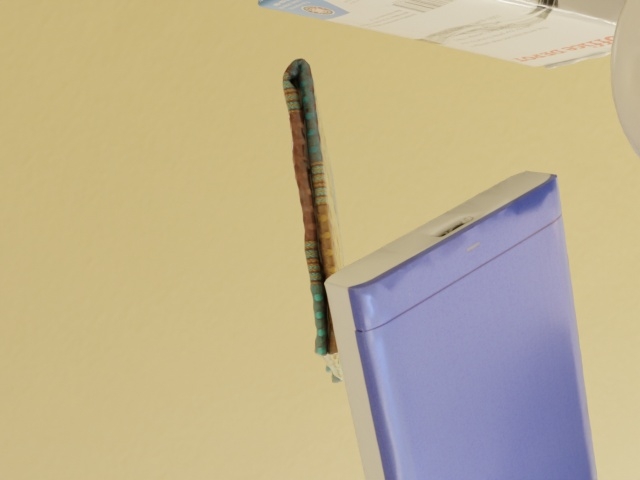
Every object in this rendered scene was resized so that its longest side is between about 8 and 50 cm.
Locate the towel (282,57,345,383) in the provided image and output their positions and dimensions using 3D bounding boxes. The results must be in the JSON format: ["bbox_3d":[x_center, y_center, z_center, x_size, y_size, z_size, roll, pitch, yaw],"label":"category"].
[{"bbox_3d":[0.000,0.000,1.186,0.370,0.040,0.272,72,10,-80],"label":"towel"}]

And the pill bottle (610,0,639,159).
[{"bbox_3d":[0.388,-0.139,0.887,0.204,0.204,0.361,41,33,28],"label":"pill bottle"}]

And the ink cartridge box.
[{"bbox_3d":[0.164,-0.324,1.349,0.394,0.166,0.285,9,-2,-22],"label":"ink cartridge box"}]

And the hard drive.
[{"bbox_3d":[0.117,0.136,0.856,0.040,0.210,0.319,11,-60,47],"label":"hard drive"}]
